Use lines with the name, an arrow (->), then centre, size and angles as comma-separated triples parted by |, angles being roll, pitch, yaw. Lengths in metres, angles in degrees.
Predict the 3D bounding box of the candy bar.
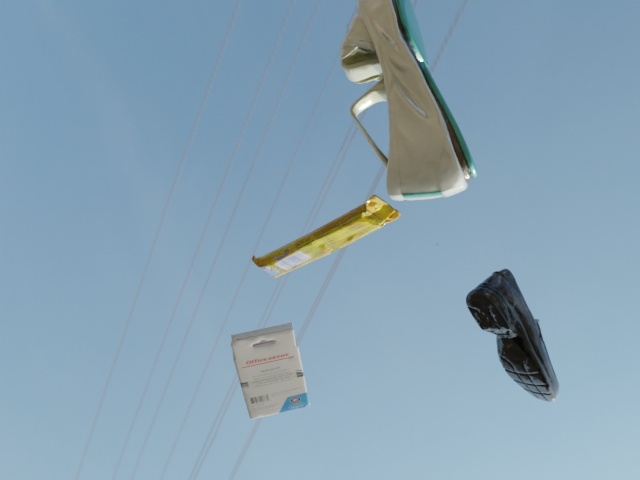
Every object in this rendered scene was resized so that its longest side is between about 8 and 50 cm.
candy bar -> 0.000, 0.000, 0.650 | 0.161, 0.040, 0.018 | -26, -130, 33

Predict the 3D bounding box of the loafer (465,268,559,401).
loafer -> 0.234, 0.110, 0.785 | 0.062, 0.061, 0.170 | -2, -56, 57

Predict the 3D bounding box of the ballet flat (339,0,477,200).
ballet flat -> 0.092, -0.223, 0.923 | 0.139, 0.139, 0.401 | -32, -125, 31

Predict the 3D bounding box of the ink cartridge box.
ink cartridge box -> -0.083, 0.200, 1.112 | 0.104, 0.060, 0.180 | -11, -55, -4
